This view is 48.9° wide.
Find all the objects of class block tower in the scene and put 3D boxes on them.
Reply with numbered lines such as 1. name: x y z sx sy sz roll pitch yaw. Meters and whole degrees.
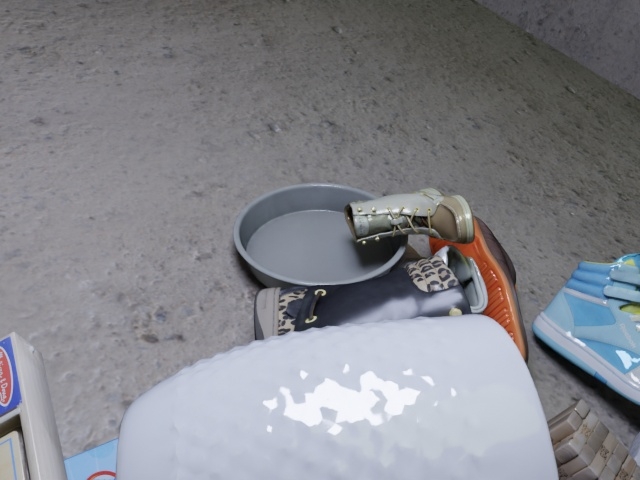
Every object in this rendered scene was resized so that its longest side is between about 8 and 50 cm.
1. block tower: 0.390 0.366 0.856 0.335 0.097 0.091 49 40 13

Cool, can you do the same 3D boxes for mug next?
1. mug: 0.004 0.259 0.608 0.328 0.276 0.374 -4 70 -6

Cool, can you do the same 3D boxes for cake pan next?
1. cake pan: 0.000 0.000 1.193 0.293 0.054 0.293 1 37 -1

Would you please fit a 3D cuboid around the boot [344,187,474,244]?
1. boot: 0.134 -0.031 1.103 0.165 0.077 0.213 -8 16 -12

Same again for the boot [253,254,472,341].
1. boot: 0.069 0.168 0.908 0.284 0.138 0.377 -15 34 0

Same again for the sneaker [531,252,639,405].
1. sneaker: 0.519 0.142 1.132 0.319 0.208 0.127 34 13 33

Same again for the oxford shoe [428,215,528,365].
1. oxford shoe: 0.302 0.086 1.222 0.133 0.130 0.363 21 40 -28

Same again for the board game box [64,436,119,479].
1. board game box: -0.161 0.342 0.695 0.302 0.086 0.308 -15 48 -39

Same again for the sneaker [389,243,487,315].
1. sneaker: 0.188 0.057 1.165 0.108 0.169 0.292 1 38 -22

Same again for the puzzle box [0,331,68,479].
1. puzzle box: -0.328 0.298 0.576 0.272 0.052 0.409 -29 50 -4

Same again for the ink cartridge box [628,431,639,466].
1. ink cartridge box: 0.616 0.371 1.046 0.296 0.066 0.261 35 39 20
